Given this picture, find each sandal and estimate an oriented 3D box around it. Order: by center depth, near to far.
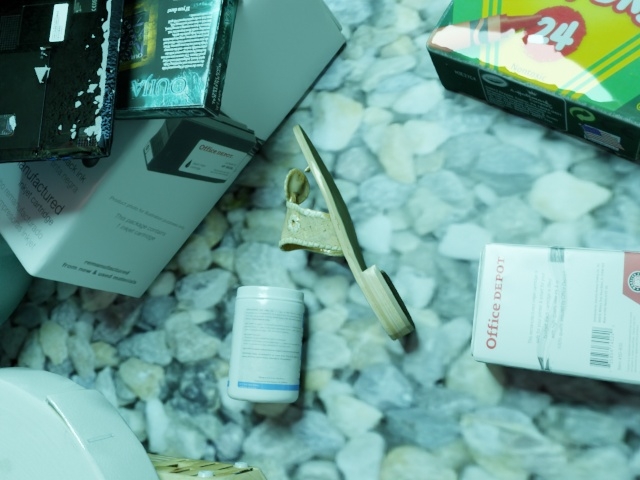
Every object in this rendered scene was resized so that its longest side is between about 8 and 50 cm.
[{"bbox_3d":[-0.002,-0.001,0.545,0.079,0.088,0.240,-31,71,8],"label":"sandal"}]

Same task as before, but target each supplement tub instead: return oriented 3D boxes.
[{"bbox_3d":[-0.053,0.102,0.552,0.071,0.071,0.107,-1,77,25],"label":"supplement tub"}]

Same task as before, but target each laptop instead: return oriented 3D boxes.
[{"bbox_3d":[-0.290,-0.160,0.547,0.264,0.136,0.234,-2,76,7],"label":"laptop"}]

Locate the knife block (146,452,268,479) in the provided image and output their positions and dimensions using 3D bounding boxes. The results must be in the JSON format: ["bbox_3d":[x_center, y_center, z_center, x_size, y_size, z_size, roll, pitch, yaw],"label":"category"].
[{"bbox_3d":[-0.192,0.337,0.547,0.275,0.088,0.242,-4,76,24],"label":"knife block"}]

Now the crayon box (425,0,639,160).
[{"bbox_3d":[0.263,-0.256,0.491,0.202,0.081,0.319,31,91,28],"label":"crayon box"}]

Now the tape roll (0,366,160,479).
[{"bbox_3d":[-0.306,0.309,0.501,0.391,0.072,0.392,-3,80,18],"label":"tape roll"}]

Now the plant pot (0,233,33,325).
[{"bbox_3d":[-0.492,0.044,0.669,0.293,0.293,0.196,20,105,27],"label":"plant pot"}]

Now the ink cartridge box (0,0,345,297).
[{"bbox_3d":[-0.212,-0.181,0.643,0.285,0.166,0.395,42,95,26],"label":"ink cartridge box"}]

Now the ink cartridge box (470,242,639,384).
[{"bbox_3d":[0.198,0.058,0.454,0.135,0.056,0.099,4,79,25],"label":"ink cartridge box"}]

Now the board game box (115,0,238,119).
[{"bbox_3d":[-0.167,-0.172,0.512,0.186,0.026,0.126,4,81,23],"label":"board game box"}]
